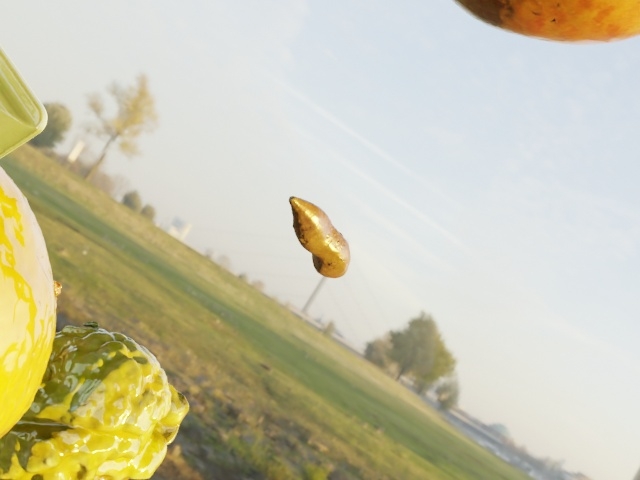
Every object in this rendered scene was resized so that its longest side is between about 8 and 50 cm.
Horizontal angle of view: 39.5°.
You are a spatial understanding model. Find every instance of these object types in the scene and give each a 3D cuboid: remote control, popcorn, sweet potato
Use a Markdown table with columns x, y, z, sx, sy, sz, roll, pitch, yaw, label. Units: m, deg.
| x | y | z | sx | sy | sz | roll | pitch | yaw | label |
| --- | --- | --- | --- | --- | --- | --- | --- | --- | --- |
| -0.480 | -0.252 | 1.098 | 0.335 | 0.128 | 0.065 | 57 | -2 | -10 | remote control |
| -0.281 | 0.219 | 1.066 | 0.252 | 0.236 | 0.206 | 20 | -2 | -36 | popcorn |
| 0.003 | 0.001 | 1.203 | 0.065 | 0.051 | 0.218 | 14 | -24 | 23 | sweet potato |

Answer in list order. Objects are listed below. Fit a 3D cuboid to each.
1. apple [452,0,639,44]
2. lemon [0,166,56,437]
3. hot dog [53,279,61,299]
| x | y | z | sx | sy | sz | roll | pitch | yaw | label |
| --- | --- | --- | --- | --- | --- | --- | --- | --- | --- |
| 0.281 | -0.410 | 1.003 | 0.400 | 0.400 | 0.333 | 32 | -33 | -3 | apple |
| -0.209 | 0.019 | 0.354 | 0.188 | 0.188 | 0.257 | 28 | -8 | 35 | lemon |
| -0.374 | 0.057 | 0.994 | 0.165 | 0.045 | 0.071 | 2 | -42 | -11 | hot dog |
